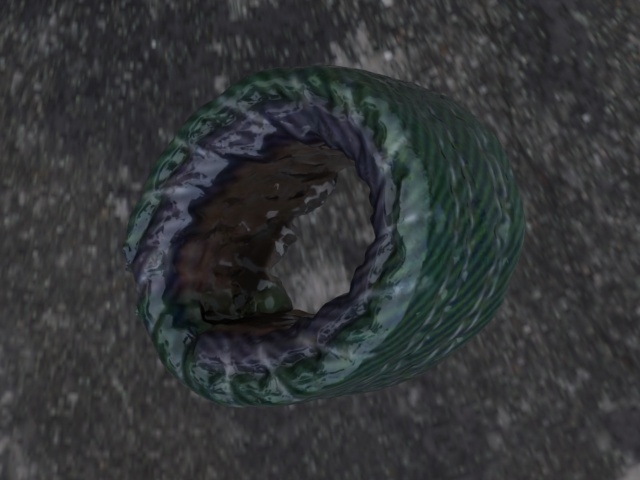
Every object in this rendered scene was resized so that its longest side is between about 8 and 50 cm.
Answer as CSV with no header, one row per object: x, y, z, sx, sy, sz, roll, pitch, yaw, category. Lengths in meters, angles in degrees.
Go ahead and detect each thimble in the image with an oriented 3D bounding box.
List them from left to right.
0.002,0.000,0.656,0.135,0.090,0.118,-38,68,25,thimble
